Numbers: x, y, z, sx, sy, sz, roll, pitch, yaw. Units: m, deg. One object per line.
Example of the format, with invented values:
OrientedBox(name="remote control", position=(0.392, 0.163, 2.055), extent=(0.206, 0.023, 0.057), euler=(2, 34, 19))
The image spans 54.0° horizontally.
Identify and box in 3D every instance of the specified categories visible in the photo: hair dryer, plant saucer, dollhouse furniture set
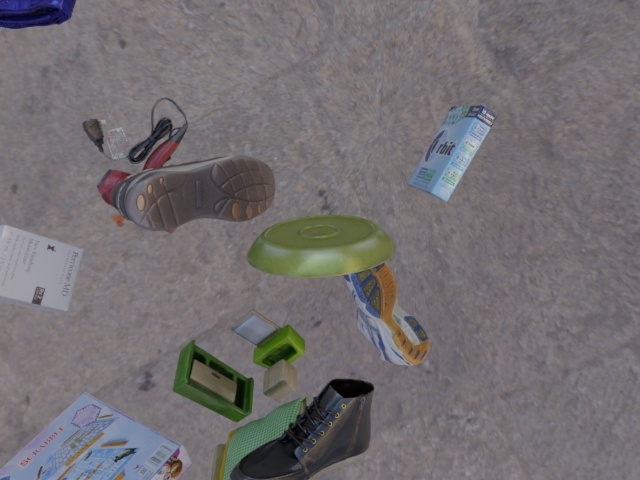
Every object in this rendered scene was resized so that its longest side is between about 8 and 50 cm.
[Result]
OrientedBox(name="hair dryer", position=(-0.375, -0.151, 1.366), extent=(0.223, 0.080, 0.294), euler=(-16, 100, -11))
OrientedBox(name="plant saucer", position=(0.000, 0.000, 1.005), extent=(0.241, 0.241, 0.037), euler=(-1, 107, 6))
OrientedBox(name="dollhouse furniture set", position=(-0.136, 0.280, 1.046), extent=(0.197, 0.301, 0.151), euler=(-38, 119, 23))

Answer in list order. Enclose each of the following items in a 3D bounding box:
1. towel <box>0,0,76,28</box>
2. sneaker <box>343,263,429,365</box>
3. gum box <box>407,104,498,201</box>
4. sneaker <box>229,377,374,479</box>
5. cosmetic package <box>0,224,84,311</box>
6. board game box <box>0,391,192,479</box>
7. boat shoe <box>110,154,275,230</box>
OrientedBox(name="towel", position=(-0.497, -0.533, 1.147), extent=(0.227, 0.076, 0.308), euler=(7, 77, 22))
OrientedBox(name="sneaker", position=(0.111, 0.150, 1.367), extent=(0.131, 0.112, 0.296), euler=(-19, 102, 52))
OrientedBox(name="gum box", position=(0.251, -0.172, 1.220), extent=(0.041, 0.157, 0.184), euler=(28, 95, -13))
OrientedBox(name="sneaker", position=(-0.023, 0.260, 0.853), extent=(0.222, 0.083, 0.118), euler=(-11, 117, -37))
OrientedBox(name="cosmetic package", position=(-0.661, 0.067, 1.406), extent=(0.151, 0.183, 0.151), euler=(-5, 70, 45))
OrientedBox(name="board game box", position=(-0.469, 0.471, 1.203), extent=(0.318, 0.318, 0.066), euler=(14, 133, 35))
OrientedBox(name="boat shoe", position=(-0.235, -0.103, 1.196), extent=(0.130, 0.355, 0.132), euler=(16, 106, 37))
